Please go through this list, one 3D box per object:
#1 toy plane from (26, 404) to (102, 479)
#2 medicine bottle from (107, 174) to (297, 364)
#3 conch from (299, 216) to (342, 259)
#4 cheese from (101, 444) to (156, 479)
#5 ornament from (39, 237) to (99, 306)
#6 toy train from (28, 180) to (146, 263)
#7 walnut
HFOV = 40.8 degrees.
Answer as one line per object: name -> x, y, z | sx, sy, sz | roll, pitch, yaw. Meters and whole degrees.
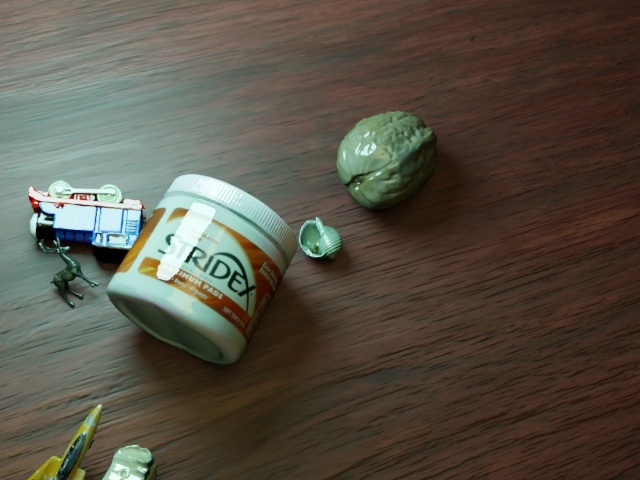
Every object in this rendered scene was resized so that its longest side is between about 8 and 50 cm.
toy plane -> -0.427, 0.406, 1.375 | 0.204, 0.103, 0.316 | 27, 76, -2
medicine bottle -> -0.200, 0.053, 1.471 | 0.252, 0.252, 0.241 | 27, 68, -1
conch -> 0.001, 0.003, 1.634 | 0.076, 0.056, 0.085 | -27, 57, 1
cheese -> -0.334, 0.464, 1.384 | 0.071, 0.163, 0.248 | 17, 108, 12
ornament -> -0.454, 0.050, 1.514 | 0.073, 0.028, 0.125 | -35, 108, 14
toy train -> -0.421, -0.034, 1.550 | 0.204, 0.083, 0.131 | 5, 72, -9
walnut -> 0.136, -0.163, 1.663 | 0.230, 0.178, 0.178 | -31, 79, -31
